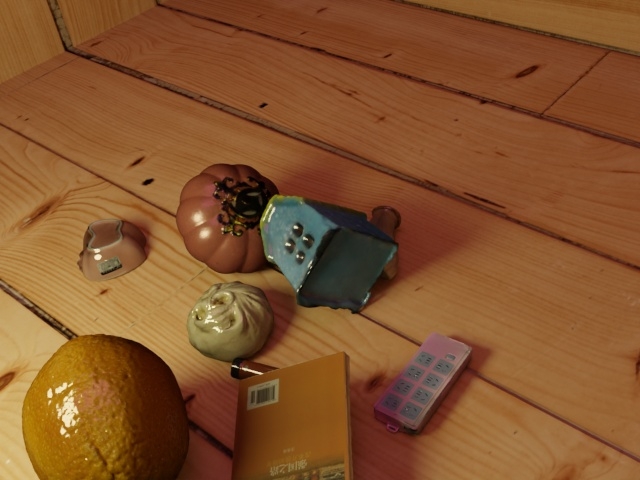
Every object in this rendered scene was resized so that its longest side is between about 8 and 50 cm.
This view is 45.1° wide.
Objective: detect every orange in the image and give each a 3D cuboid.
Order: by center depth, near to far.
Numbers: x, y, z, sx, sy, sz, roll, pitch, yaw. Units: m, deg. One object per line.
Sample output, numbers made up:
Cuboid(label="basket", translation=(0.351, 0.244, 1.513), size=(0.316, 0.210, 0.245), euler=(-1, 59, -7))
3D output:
Cuboid(label="orange", translation=(-0.419, 0.366, 1.519), size=(0.322, 0.322, 0.357), euler=(-19, 49, -12))

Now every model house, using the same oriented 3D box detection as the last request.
Cuboid(label="model house", translation=(0.000, 0.000, 1.904), size=(0.237, 0.215, 0.303), euler=(13, 27, -40))

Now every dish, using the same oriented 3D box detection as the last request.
Cuboid(label="dish", translation=(-0.594, 0.010, 2.152), size=(0.213, 0.090, 0.213), euler=(-5, 40, 4))

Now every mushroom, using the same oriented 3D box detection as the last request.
Cuboid(label="mushroom", translation=(0.154, 0.001, 2.026), size=(0.108, 0.096, 0.247), euler=(-6, 38, 15))

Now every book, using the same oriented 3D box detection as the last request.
Cuboid(label="book", translation=(-0.060, 0.410, 1.533), size=(0.262, 0.028, 0.374), euler=(-18, 45, 18))

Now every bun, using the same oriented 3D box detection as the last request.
Cuboid(label="bun", translation=(-0.224, 0.180, 1.854), size=(0.231, 0.133, 0.231), euler=(-6, 42, 5))

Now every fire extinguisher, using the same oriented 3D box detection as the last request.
Cuboid(label="fire extinguisher", translation=(-0.116, 0.304, 1.745), size=(0.177, 0.050, 0.062), euler=(10, 85, 20))

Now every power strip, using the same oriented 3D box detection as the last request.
Cuboid(label="power strip", translation=(0.228, 0.310, 1.687), size=(0.109, 0.037, 0.279), euler=(20, 48, 31))

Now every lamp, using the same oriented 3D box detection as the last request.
Cuboid(label="lamp", translation=(-0.240, -0.052, 2.048), size=(0.305, 0.239, 0.305), euler=(10, 68, -25))
